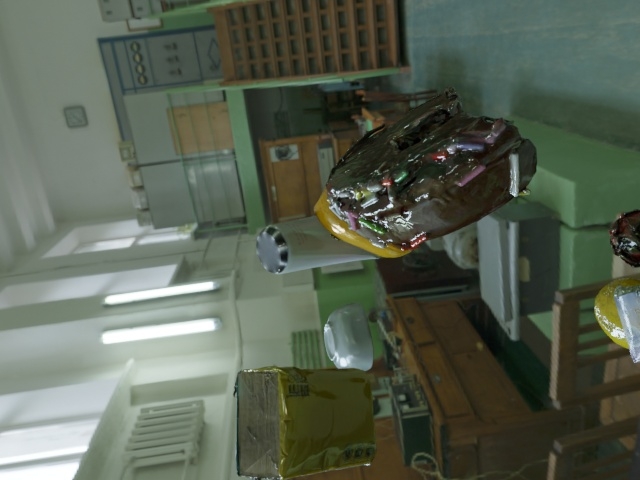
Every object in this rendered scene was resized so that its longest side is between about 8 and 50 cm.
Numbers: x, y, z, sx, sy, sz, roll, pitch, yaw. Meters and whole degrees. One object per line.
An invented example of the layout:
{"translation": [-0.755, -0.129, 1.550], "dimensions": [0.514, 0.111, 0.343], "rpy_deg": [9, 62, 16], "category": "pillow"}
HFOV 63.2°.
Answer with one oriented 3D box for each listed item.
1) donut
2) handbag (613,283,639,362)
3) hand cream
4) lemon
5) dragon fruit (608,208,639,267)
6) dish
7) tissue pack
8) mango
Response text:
{"translation": [0.136, -0.096, 0.750], "dimensions": [0.136, 0.259, 0.345], "rpy_deg": [55, -170, -17], "category": "donut"}
{"translation": [0.692, 0.165, 1.102], "dimensions": [0.117, 0.095, 0.173], "rpy_deg": [-41, 56, 56], "category": "handbag"}
{"translation": [0.000, 0.000, 1.343], "dimensions": [0.186, 0.358, 0.118], "rpy_deg": [53, 130, 22], "category": "hand cream"}
{"translation": [0.919, 0.214, 1.515], "dimensions": [0.260, 0.204, 0.204], "rpy_deg": [-114, 15, -60], "category": "lemon"}
{"translation": [0.955, -0.007, 1.553], "dimensions": [0.189, 0.182, 0.183], "rpy_deg": [53, -154, -66], "category": "dragon fruit"}
{"translation": [0.085, 0.342, 1.800], "dimensions": [0.256, 0.117, 0.257], "rpy_deg": [173, 90, -74], "category": "dish"}
{"translation": [-0.020, 0.341, 0.994], "dimensions": [0.270, 0.133, 0.193], "rpy_deg": [17, -115, -48], "category": "tissue pack"}
{"translation": [0.124, -0.068, 1.231], "dimensions": [0.187, 0.256, 0.138], "rpy_deg": [-62, 5, -18], "category": "mango"}
